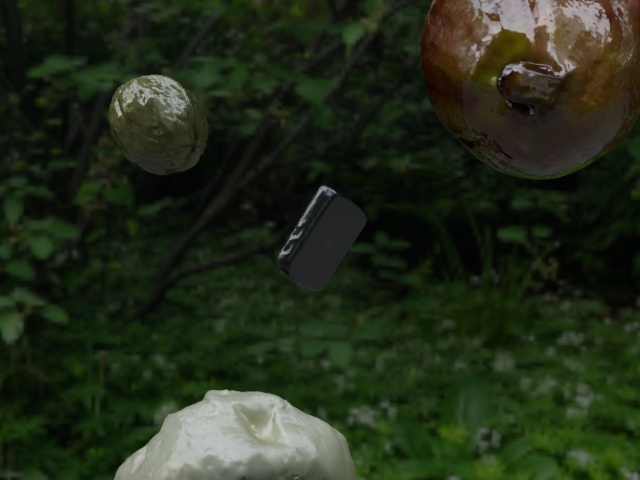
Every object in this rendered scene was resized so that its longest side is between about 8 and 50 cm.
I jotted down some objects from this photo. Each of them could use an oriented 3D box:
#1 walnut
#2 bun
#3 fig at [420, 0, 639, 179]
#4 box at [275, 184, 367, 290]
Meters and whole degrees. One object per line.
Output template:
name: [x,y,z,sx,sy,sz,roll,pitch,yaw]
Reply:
walnut: [-0.135,-0.097,1.121,0.092,0.092,0.092,3,14,-1]
bun: [-0.123,0.351,1.842,0.360,0.359,0.211,-2,40,-19]
fig: [0.201,-0.168,1.261,0.224,0.224,0.263,1,48,-6]
box: [0.000,0.000,1.685,0.027,0.125,0.126,33,-1,27]
